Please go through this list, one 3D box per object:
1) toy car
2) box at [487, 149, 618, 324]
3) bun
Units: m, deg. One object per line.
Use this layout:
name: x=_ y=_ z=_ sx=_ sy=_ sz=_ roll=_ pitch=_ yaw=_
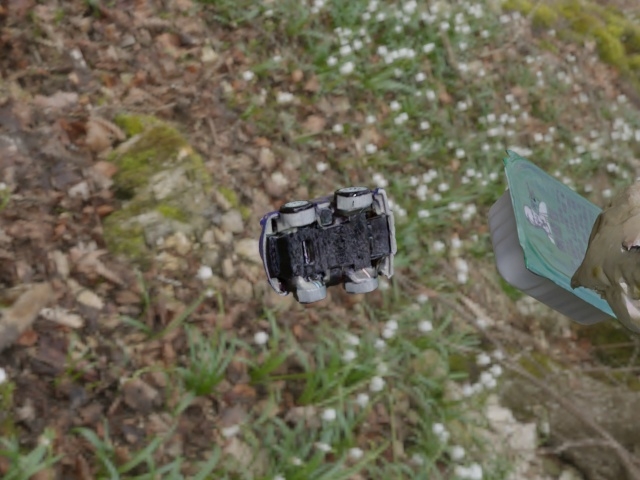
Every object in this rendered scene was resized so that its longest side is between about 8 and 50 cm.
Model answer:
toy car: x=0.000 y=0.000 z=1.695 sx=0.235 sy=0.158 sz=0.172 roll=-11 pitch=103 yaw=-20
box: x=0.400 y=0.028 z=1.672 sx=0.337 sy=0.106 sz=0.264 roll=27 pitch=42 yaw=-30
bun: x=0.463 y=0.042 z=1.275 sx=0.205 sy=0.282 sz=0.281 roll=-13 pitch=91 yaw=-64
